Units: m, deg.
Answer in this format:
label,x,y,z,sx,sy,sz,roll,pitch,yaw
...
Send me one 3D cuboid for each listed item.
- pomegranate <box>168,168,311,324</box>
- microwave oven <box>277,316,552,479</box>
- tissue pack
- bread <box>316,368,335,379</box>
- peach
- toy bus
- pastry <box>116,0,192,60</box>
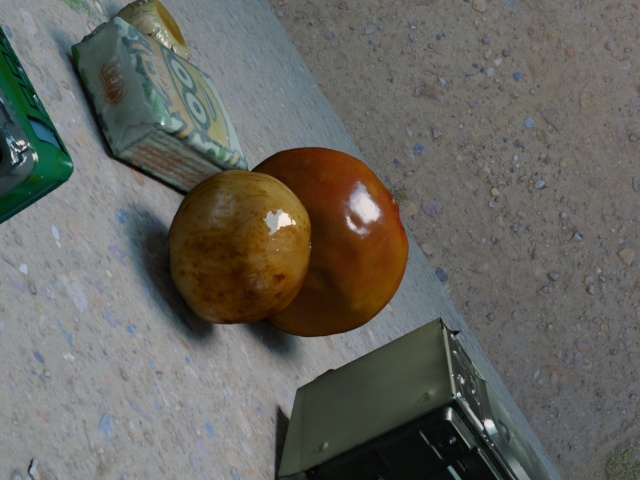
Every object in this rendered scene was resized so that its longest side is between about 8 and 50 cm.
label,x,y,z,sx,sy,sz,roll,pitch,yaw
pomegranate,-0.128,0.011,1.686,0.248,0.248,0.248,54,15,-21
microwave oven,0.167,0.385,1.738,0.394,0.333,0.247,54,19,-24
tissue pack,-0.268,-0.220,1.878,0.311,0.128,0.228,26,35,-63
bread,0.032,0.278,2.040,0.085,0.053,0.085,54,15,-21
peach,0.000,0.000,1.944,0.342,0.302,0.343,60,5,-9
toy bus,-0.408,-0.166,1.143,0.343,0.184,0.199,62,11,6
pastry,-0.324,-0.398,2.131,0.165,0.088,0.166,53,16,-23
